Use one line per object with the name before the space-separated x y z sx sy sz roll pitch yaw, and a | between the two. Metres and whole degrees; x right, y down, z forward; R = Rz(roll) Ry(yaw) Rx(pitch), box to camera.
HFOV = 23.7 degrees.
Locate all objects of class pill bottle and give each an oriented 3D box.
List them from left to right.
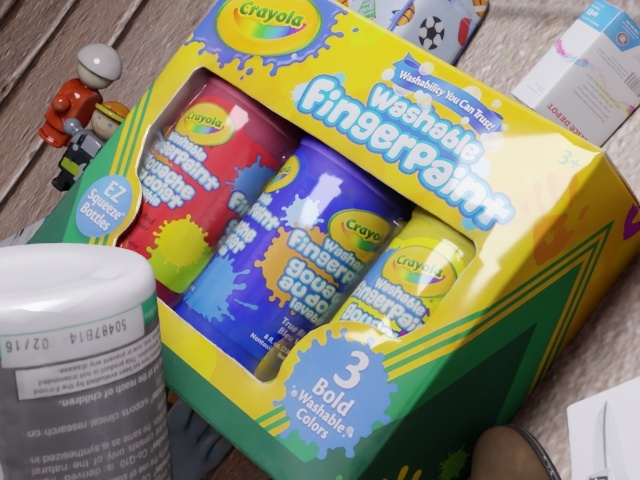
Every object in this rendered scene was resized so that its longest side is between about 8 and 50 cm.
pill bottle | -0.222 0.197 1.256 0.204 0.204 0.361 17 115 56

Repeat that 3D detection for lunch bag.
lunch bag | 0.025 -0.210 1.712 0.303 0.115 0.243 -51 37 -13

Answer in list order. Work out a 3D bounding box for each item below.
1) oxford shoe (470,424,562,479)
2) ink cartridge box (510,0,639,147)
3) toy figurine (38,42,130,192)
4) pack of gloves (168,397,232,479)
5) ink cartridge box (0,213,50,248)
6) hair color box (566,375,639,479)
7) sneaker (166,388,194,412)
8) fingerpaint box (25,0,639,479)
oxford shoe | 0.138 0.224 1.169 0.083 0.096 0.227 -34 34 28
ink cartridge box | 0.250 -0.148 1.412 0.122 0.088 0.052 -48 32 4
toy figurine | -0.224 -0.125 1.865 0.148 0.213 0.209 -55 28 19
pack of gloves | -0.208 0.208 1.528 0.232 0.195 0.046 -54 1 -6
ink cartridge box | -0.381 0.063 1.989 0.203 0.086 0.148 -25 40 36
hair color box | 0.332 0.146 0.995 0.339 0.110 0.185 -27 40 30
sneaker | -0.134 0.106 1.638 0.069 0.084 0.185 -1 56 51
fingerpaint box | 0.000 0.000 1.365 0.445 0.163 0.371 36 86 36
